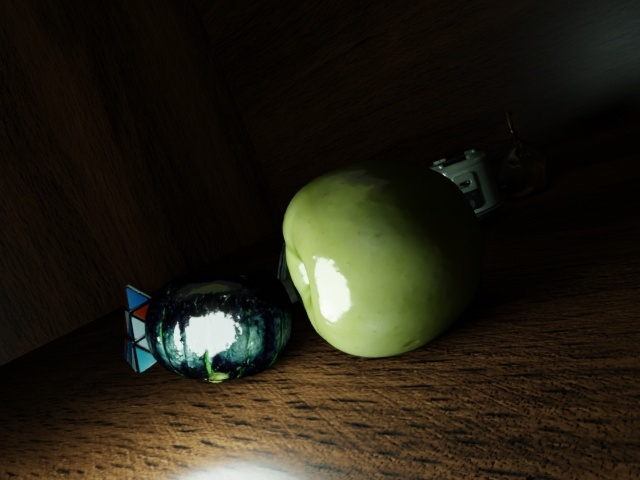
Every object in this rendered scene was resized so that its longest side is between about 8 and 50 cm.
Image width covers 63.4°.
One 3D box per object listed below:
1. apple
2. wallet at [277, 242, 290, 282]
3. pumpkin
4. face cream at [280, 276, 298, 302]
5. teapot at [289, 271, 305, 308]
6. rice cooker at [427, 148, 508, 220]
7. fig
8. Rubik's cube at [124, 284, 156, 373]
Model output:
[{"bbox_3d":[0.109,0.024,0.916,0.358,0.357,0.357,-21,7,3],"label":"apple"},{"bbox_3d":[0.016,0.047,1.853,0.343,0.075,0.237,-19,33,15],"label":"wallet"},{"bbox_3d":[-0.210,0.183,1.090,0.316,0.238,0.315,-4,4,0],"label":"pumpkin"},{"bbox_3d":[-0.151,0.181,1.537,0.291,0.070,0.144,-27,9,-32],"label":"face cream"},{"bbox_3d":[0.054,0.089,1.350,0.225,0.170,0.203,-17,37,-20],"label":"teapot"},{"bbox_3d":[0.432,-0.145,1.608,0.281,0.226,0.241,-20,9,1],"label":"rice cooker"},{"bbox_3d":[0.703,-0.291,1.786,0.191,0.289,0.190,1,19,0],"label":"fig"},{"bbox_3d":[-0.569,0.250,1.607,0.250,0.234,0.284,-17,9,37],"label":"Rubik's cube"}]
